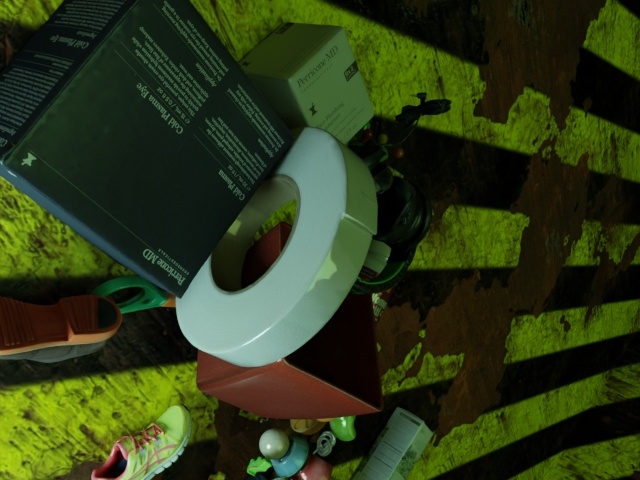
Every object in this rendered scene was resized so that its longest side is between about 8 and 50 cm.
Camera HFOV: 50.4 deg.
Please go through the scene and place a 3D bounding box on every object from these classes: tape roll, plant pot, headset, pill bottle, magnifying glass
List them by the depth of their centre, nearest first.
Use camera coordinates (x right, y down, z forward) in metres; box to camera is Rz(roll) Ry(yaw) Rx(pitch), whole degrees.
[{"bbox_3d":[-0.080,0.003,1.060,0.072,0.392,0.392,33,81,-35],"label":"tape roll"},{"bbox_3d":[-0.283,0.095,1.137,0.092,0.026,0.231,-38,153,23],"label":"magnifying glass"},{"bbox_3d":[-0.071,0.172,1.199,0.267,0.236,0.267,36,38,-40],"label":"plant pot"},{"bbox_3d":[0.120,-0.092,1.229,0.243,0.185,0.394,40,58,-32],"label":"headset"},{"bbox_3d":[0.099,0.104,1.510,0.121,0.121,0.221,35,80,-49],"label":"pill bottle"}]

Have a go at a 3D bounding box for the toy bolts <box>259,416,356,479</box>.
[{"bbox_3d":[-0.044,0.380,1.417,0.158,0.218,0.228,46,60,-28],"label":"toy bolts"}]

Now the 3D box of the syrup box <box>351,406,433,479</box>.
[{"bbox_3d":[0.198,0.585,1.846,0.237,0.096,0.093,-55,140,-16],"label":"syrup box"}]

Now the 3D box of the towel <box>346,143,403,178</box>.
[{"bbox_3d":[0.097,-0.138,1.480,0.237,0.021,0.102,23,88,-50],"label":"towel"}]

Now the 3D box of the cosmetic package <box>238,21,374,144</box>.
[{"bbox_3d":[-0.028,-0.258,1.187,0.151,0.151,0.183,-49,136,-23],"label":"cosmetic package"}]

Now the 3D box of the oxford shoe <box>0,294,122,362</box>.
[{"bbox_3d":[-0.427,0.143,0.970,0.271,0.096,0.098,3,136,-34],"label":"oxford shoe"}]

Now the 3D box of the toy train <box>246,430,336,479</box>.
[{"bbox_3d":[-0.062,0.490,1.528,0.143,0.105,0.248,36,79,-35],"label":"toy train"}]

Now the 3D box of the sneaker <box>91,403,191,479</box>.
[{"bbox_3d":[-0.315,0.369,1.201,0.208,0.081,0.094,-49,134,-21],"label":"sneaker"}]

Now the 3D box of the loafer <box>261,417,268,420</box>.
[{"bbox_3d":[-0.157,0.291,1.351,0.078,0.080,0.220,-43,124,-21],"label":"loafer"}]

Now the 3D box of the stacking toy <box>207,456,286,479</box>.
[{"bbox_3d":[-0.112,0.507,1.358,0.167,0.221,0.052,37,45,-21],"label":"stacking toy"}]

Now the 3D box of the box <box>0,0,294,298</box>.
[{"bbox_3d":[-0.258,-0.147,0.963,0.312,0.179,0.343,-57,138,-15],"label":"box"}]

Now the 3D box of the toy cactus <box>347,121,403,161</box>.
[{"bbox_3d":[0.081,-0.126,1.362,0.180,0.112,0.218,-28,130,-52],"label":"toy cactus"}]
